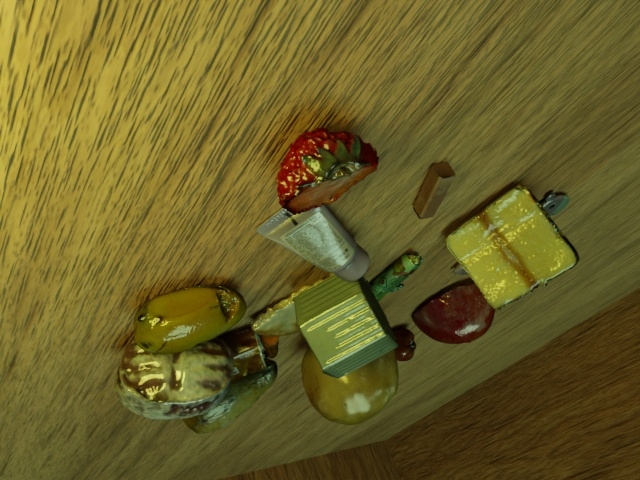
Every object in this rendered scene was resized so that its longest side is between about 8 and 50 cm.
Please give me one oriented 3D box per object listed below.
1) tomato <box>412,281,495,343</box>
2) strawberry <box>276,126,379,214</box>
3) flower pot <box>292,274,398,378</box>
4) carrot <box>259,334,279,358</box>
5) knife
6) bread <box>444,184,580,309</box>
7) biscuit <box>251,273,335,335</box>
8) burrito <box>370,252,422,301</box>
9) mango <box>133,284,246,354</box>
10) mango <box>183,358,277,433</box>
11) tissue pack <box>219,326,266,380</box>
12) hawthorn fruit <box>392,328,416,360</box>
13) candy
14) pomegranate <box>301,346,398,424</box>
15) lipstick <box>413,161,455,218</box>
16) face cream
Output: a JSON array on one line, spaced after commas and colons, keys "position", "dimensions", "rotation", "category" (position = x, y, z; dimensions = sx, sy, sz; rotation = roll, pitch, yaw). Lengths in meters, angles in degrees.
[{"position": [0.494, 0.284, 1.745], "dimensions": [0.309, 0.170, 0.309], "rotation": [-17, 147, -11], "category": "tomato"}, {"position": [-0.010, -0.130, 0.882], "dimensions": [0.190, 0.111, 0.236], "rotation": [-22, 174, -21], "category": "strawberry"}, {"position": [0.063, 0.208, 1.249], "dimensions": [0.190, 0.239, 0.209], "rotation": [-31, 176, 8], "category": "flower pot"}, {"position": [-0.151, 0.333, 1.528], "dimensions": [0.057, 0.057, 0.224], "rotation": [-17, 154, -9], "category": "carrot"}, {"position": [0.569, -0.006, 1.479], "dimensions": [0.132, 0.038, 0.398], "rotation": [15, 133, -41], "category": "knife"}, {"position": [0.499, 0.025, 1.290], "dimensions": [0.263, 0.236, 0.198], "rotation": [-39, 145, 25], "category": "bread"}, {"position": [-0.031, 0.190, 1.393], "dimensions": [0.309, 0.040, 0.204], "rotation": [-31, 147, 11], "category": "biscuit"}, {"position": [0.206, 0.129, 1.444], "dimensions": [0.104, 0.054, 0.288], "rotation": [9, 135, -43], "category": "burrito"}, {"position": [-0.296, 0.179, 1.132], "dimensions": [0.262, 0.130, 0.167], "rotation": [-17, 151, -19], "category": "mango"}, {"position": [-0.292, 0.485, 1.579], "dimensions": [0.329, 0.175, 0.176], "rotation": [-31, -174, -24], "category": "mango"}, {"position": [-0.279, 0.349, 1.434], "dimensions": [0.226, 0.092, 0.183], "rotation": [-16, 149, -7], "category": "tissue pack"}, {"position": [0.295, 0.398, 1.840], "dimensions": [0.140, 0.125, 0.125], "rotation": [-30, 148, 8], "category": "hawthorn fruit"}, {"position": [-0.360, 0.329, 1.230], "dimensions": [0.289, 0.214, 0.157], "rotation": [3, 136, -23], "category": "candy"}, {"position": [0.093, 0.415, 1.567], "dimensions": [0.333, 0.332, 0.332], "rotation": [-16, 148, -10], "category": "pomegranate"}, {"position": [0.257, -0.111, 1.117], "dimensions": [0.045, 0.045, 0.145], "rotation": [-10, 147, -17], "category": "lipstick"}, {"position": [0.000, 0.000, 1.097], "dimensions": [0.154, 0.096, 0.274], "rotation": [-33, 134, 21], "category": "face cream"}]
